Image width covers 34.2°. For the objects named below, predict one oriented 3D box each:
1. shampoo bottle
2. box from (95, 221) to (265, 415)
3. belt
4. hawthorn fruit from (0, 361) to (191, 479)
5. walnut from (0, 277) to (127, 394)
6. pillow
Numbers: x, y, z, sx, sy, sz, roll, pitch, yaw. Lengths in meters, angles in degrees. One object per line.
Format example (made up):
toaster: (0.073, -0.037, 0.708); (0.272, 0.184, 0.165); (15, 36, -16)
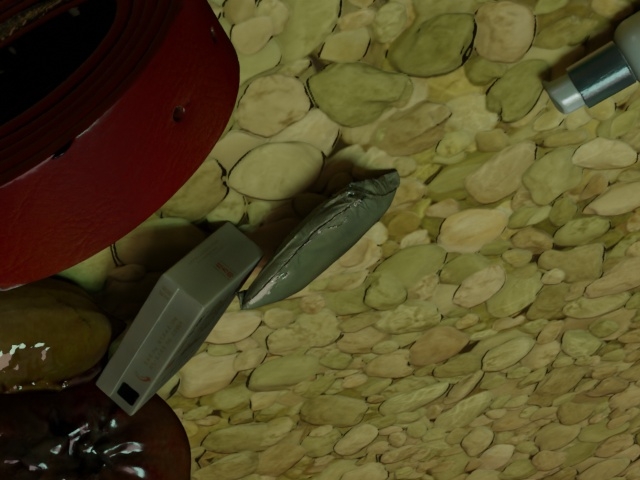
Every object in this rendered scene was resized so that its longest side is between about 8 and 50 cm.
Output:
shampoo bottle: (0.320, -0.188, 1.048); (0.192, 0.074, 0.074); (-30, 140, 16)
box: (-0.155, 0.086, 1.146); (0.201, 0.058, 0.141); (-53, 175, 38)
belt: (-0.217, -0.095, 0.808); (0.324, 0.227, 0.115); (-41, 139, -6)
hawthorn fruit: (-0.309, 0.301, 1.231); (0.308, 0.308, 0.325); (18, 140, -37)
walnut: (-0.325, 0.104, 1.106); (0.245, 0.137, 0.137); (2, 138, -24)
pillow: (0.000, 0.000, 1.141); (0.208, 0.053, 0.119); (-43, 166, 23)
